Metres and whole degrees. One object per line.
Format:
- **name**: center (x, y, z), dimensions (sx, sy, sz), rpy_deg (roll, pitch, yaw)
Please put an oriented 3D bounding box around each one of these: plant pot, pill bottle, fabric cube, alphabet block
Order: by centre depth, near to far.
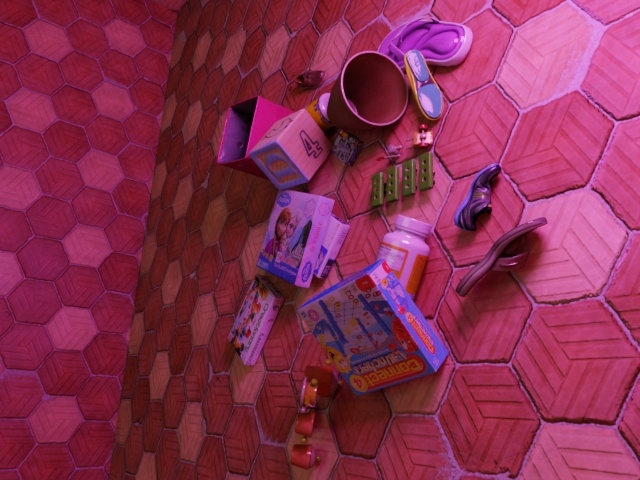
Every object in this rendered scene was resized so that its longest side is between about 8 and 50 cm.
- **pill bottle**: center (0.224, 0.059, 1.505), dimensions (0.136, 0.136, 0.246), rpy_deg (23, 96, 54)
- **plant pot**: center (0.123, -0.458, 1.787), dimensions (0.254, 0.237, 0.237), rpy_deg (164, 116, -66)
- **alphabet block**: center (-0.106, -0.331, 1.987), dimensions (0.192, 0.193, 0.197), rpy_deg (-10, 38, 48)
- **pill bottle**: center (-0.018, -0.459, 2.041), dimensions (0.215, 0.117, 0.117), rpy_deg (-23, 59, 48)
- **fabric cube**: center (-0.230, -0.401, 2.188), dimensions (0.254, 0.258, 0.259), rpy_deg (3, 80, 53)

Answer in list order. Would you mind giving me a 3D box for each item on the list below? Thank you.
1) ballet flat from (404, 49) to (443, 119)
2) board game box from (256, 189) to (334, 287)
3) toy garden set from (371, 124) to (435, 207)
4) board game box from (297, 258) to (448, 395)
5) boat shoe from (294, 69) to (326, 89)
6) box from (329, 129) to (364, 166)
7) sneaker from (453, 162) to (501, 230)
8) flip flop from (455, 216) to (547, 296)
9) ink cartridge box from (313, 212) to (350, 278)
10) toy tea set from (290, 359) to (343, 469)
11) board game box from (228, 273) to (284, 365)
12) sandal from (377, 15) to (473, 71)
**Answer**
- **ballet flat**: center (0.309, -0.462, 1.630), dimensions (0.077, 0.077, 0.231), rpy_deg (105, 147, -81)
- **board game box**: center (-0.100, -0.019, 1.962), dimensions (0.318, 0.065, 0.318), rpy_deg (16, 90, 57)
- **toy garden set**: center (0.256, -0.221, 1.646), dimensions (0.244, 0.049, 0.204), rpy_deg (-17, 66, 51)
- **board game box**: center (0.131, 0.244, 1.458), dimensions (0.308, 0.086, 0.302), rpy_deg (-34, 92, 43)
- **boat shoe**: center (-0.044, -0.658, 2.199), dimensions (0.178, 0.060, 0.064), rpy_deg (6, 82, 54)
- **box**: center (0.092, -0.332, 1.923), dimensions (0.094, 0.027, 0.137), rpy_deg (-61, 37, 16)
- **sneaker**: center (0.415, -0.108, 1.385), dimensions (0.078, 0.067, 0.188), rpy_deg (33, 103, 31)
- **flip flop**: center (0.431, 0.049, 1.270), dimensions (0.080, 0.112, 0.277), rpy_deg (49, 118, 20)
- **ink cartridge box**: center (0.000, 0.000, 1.907), dimensions (0.208, 0.045, 0.206), rpy_deg (41, 110, 53)
- **toy tea set**: center (-0.008, 0.542, 1.667), dimensions (0.200, 0.124, 0.336), rpy_deg (-74, -7, -70)
- **board game box**: center (-0.259, 0.312, 2.135), dimensions (0.193, 0.053, 0.305), rpy_deg (40, 109, 52)
- **sandal**: center (0.299, -0.628, 1.688), dimensions (0.416, 0.102, 0.169), rpy_deg (20, 94, 55)
